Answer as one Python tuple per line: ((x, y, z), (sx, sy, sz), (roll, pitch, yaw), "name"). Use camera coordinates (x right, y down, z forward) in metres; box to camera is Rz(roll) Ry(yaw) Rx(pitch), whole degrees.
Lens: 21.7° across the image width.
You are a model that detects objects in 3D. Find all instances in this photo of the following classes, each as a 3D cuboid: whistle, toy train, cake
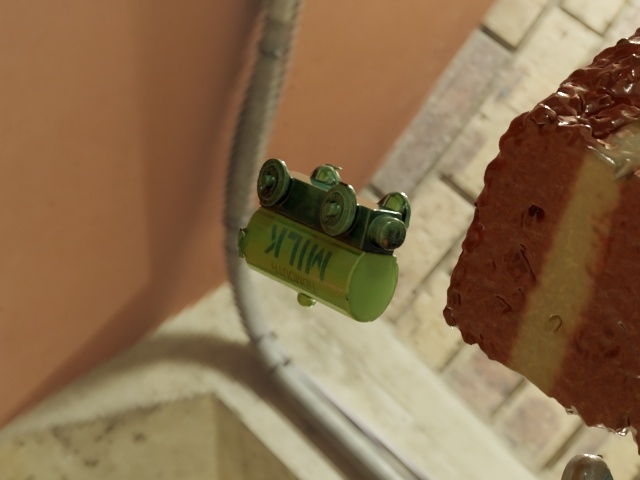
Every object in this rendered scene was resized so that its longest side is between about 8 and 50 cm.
((0.369, 0.392, 2.413), (0.220, 0.057, 0.107), (-52, -47, -36), "whistle")
((0.000, 0.000, 1.867), (0.105, 0.253, 0.157), (8, -79, -38), "toy train")
((0.320, 0.005, 1.443), (0.269, 0.319, 0.270), (-34, -32, -42), "cake")
